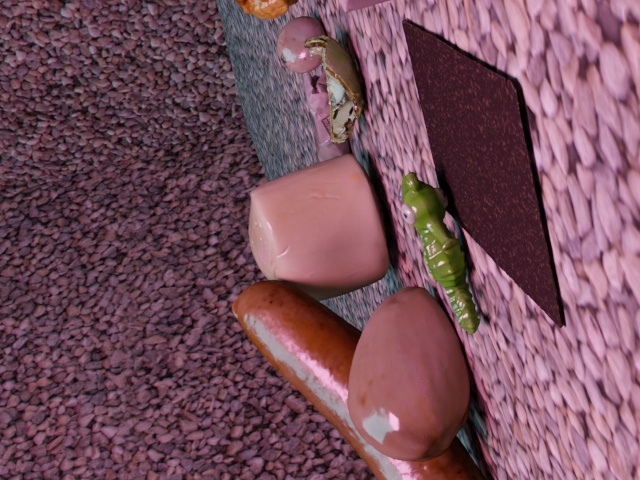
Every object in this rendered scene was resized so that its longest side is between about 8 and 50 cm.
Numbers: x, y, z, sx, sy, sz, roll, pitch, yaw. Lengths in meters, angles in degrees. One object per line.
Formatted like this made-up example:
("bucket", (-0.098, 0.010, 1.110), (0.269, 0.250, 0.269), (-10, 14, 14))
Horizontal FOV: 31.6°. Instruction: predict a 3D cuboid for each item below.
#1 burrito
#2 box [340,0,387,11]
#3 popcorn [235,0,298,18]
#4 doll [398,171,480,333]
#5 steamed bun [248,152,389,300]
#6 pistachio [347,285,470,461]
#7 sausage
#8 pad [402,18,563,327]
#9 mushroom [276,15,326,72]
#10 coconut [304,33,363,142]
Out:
("burrito", (0.014, -0.164, 1.759), (0.064, 0.064, 0.203), (-116, 12, -56))
("box", (0.048, -0.264, 0.654), (0.067, 0.150, 0.233), (110, 142, -76))
("popcorn", (-0.084, -0.414, 1.570), (0.194, 0.163, 0.140), (41, -149, -26))
("doll", (0.129, 0.011, 1.192), (0.115, 0.050, 0.190), (-103, -10, -71))
("steamed bun", (0.000, 0.000, 1.653), (0.250, 0.200, 0.154), (76, 173, -57))
("pistachio", (0.114, 0.168, 1.408), (0.137, 0.153, 0.237), (96, -176, -53))
("sausage", (0.070, 0.229, 1.520), (0.501, 0.136, 0.123), (48, 167, 21))
("pad", (0.142, -0.077, 1.038), (0.330, 0.004, 0.220), (-120, 13, -67))
("mushroom", (-0.020, -0.289, 1.684), (0.079, 0.085, 0.085), (17, -130, -61))
("coconut", (0.022, -0.216, 1.517), (0.158, 0.055, 0.133), (92, 161, -69))
